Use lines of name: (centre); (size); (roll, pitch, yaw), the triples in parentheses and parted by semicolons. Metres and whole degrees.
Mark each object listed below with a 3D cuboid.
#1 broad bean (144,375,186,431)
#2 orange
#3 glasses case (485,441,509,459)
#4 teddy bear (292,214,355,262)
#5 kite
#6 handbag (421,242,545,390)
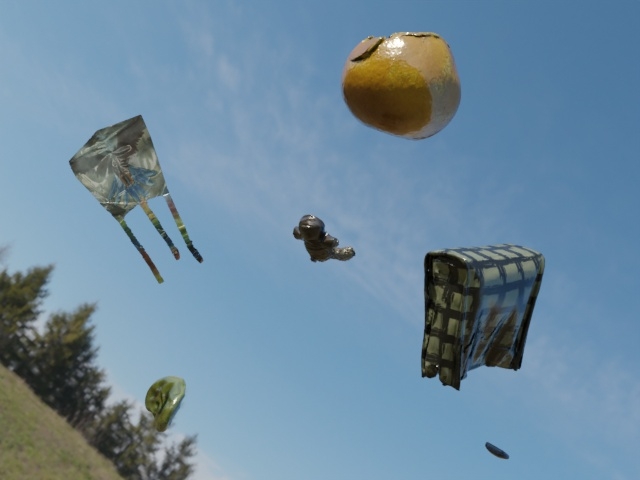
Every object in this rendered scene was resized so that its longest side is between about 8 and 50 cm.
broad bean: (-0.437, 0.463, 1.987); (0.072, 0.153, 0.206); (27, -7, -28)
orange: (0.102, -0.195, 0.862); (0.154, 0.134, 0.155); (24, 8, -3)
glasses case: (0.467, 0.561, 1.843); (0.033, 0.023, 0.083); (40, -9, -16)
teddy bear: (-0.003, 0.008, 1.507); (0.119, 0.078, 0.160); (15, -22, 38)
kite: (-0.345, -0.068, 1.297); (0.310, 0.169, 0.015); (64, 7, 1)
handbag: (0.391, 0.178, 1.713); (0.162, 0.325, 0.327); (20, -72, 47)
